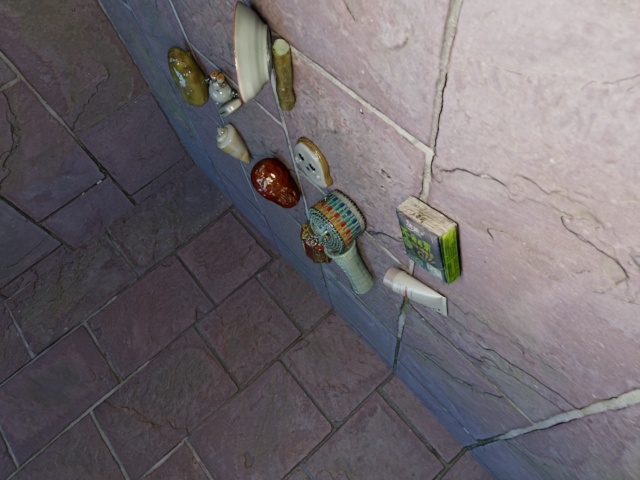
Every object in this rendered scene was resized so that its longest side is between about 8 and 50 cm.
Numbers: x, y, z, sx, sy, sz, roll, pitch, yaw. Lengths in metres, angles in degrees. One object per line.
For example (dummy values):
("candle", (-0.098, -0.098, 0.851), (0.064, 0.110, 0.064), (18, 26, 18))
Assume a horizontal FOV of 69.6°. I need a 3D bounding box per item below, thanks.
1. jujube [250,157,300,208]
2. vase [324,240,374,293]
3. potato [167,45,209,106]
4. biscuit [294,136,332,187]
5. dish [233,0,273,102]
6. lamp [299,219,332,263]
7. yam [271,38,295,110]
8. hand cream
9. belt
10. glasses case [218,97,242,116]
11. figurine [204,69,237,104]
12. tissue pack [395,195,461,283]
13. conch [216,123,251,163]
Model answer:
("jujube", (-0.196, -0.254, 2.076), (0.255, 0.190, 0.190), (39, 176, -36))
("vase", (0.136, 0.110, 2.016), (0.143, 0.143, 0.299), (36, 163, 47))
("potato", (-0.599, -0.743, 2.097), (0.192, 0.141, 0.296), (61, 176, 35))
("biscuit", (-0.035, -0.283, 1.688), (0.181, 0.049, 0.208), (42, 166, 28))
("dish", (-0.176, -0.517, 1.272), (0.260, 0.085, 0.261), (0, -90, -90))
("lamp", (0.000, 0.000, 2.105), (0.177, 0.177, 0.274), (45, 168, 22))
("yam", (-0.106, -0.479, 1.359), (0.061, 0.061, 0.253), (47, 166, 15))
("hand cream", (0.348, 0.185, 1.665), (0.247, 0.083, 0.133), (29, 159, 34))
("belt", (0.049, -0.061, 1.768), (0.207, 0.160, 0.295), (50, 166, 2))
("glasses case", (-0.393, -0.577, 1.996), (0.051, 0.081, 0.204), (54, 168, -23))
("figurine", (-0.408, -0.632, 1.881), (0.147, 0.094, 0.197), (29, 159, -3))
("tissue pack", (0.305, 0.004, 1.289), (0.173, 0.073, 0.236), (39, 162, 40))
("conch", (-0.458, -0.481, 2.368), (0.158, 0.127, 0.255), (33, 159, 50))
